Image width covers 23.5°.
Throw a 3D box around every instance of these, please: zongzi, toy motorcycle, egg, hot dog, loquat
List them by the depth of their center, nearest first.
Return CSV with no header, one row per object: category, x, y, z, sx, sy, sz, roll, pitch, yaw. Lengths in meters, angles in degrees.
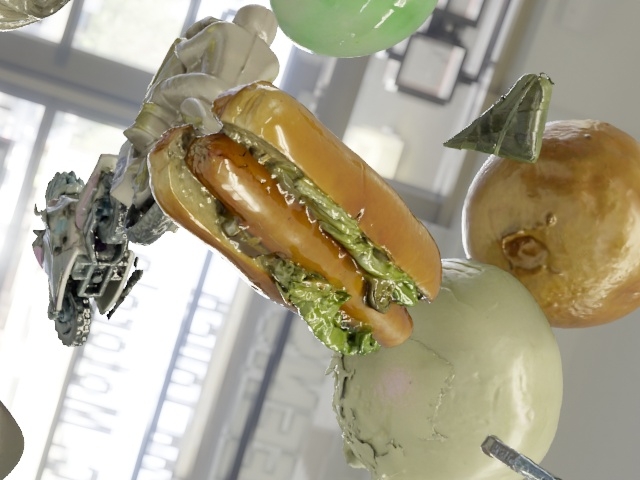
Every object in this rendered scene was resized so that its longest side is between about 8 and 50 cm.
hot dog,0.000,0.000,1.184,0.135,0.337,0.100,-35,-129,10
toy motorcycle,-0.117,-0.128,1.499,0.223,0.108,0.340,-48,-160,20
toy motorcycle,-0.269,-0.022,1.713,0.239,0.108,0.204,-47,-135,29
zongzi,0.211,-0.154,1.822,0.055,0.119,0.109,9,93,-69
egg,0.053,-0.383,2.270,0.220,0.270,0.220,63,-3,6
loquat,0.371,-0.026,2.284,0.328,0.328,0.328,-163,-90,-79

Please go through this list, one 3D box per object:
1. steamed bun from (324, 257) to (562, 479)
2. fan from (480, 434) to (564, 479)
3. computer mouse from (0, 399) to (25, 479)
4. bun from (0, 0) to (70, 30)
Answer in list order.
steamed bun,0.165,0.195,2.118,0.312,0.233,0.333,-17,-95,45
fan,0.218,0.230,1.465,0.282,0.057,0.023,-156,-93,-74
computer mouse,-0.383,0.163,1.501,0.120,0.232,0.057,-37,-154,-12
bun,-0.296,-0.279,1.534,0.173,0.120,0.173,-41,161,-17
